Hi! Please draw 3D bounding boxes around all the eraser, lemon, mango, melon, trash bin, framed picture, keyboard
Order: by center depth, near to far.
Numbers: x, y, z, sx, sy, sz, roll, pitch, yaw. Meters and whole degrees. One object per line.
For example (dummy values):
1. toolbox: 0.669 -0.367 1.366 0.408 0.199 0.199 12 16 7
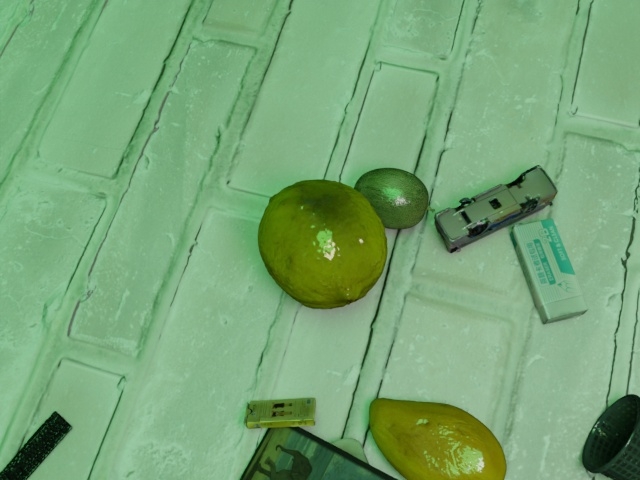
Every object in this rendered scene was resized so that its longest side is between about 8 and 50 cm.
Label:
1. framed picture: -0.034 0.510 1.281 0.347 0.016 0.265 15 68 43
2. trash bin: 0.625 0.411 1.293 0.161 0.175 0.175 33 74 4
3. mango: 0.235 0.412 1.338 0.316 0.119 0.176 23 80 18
4. lemon: 0.000 0.000 1.437 0.268 0.268 0.322 -30 65 -7
5. keyboard: -0.620 0.461 1.438 0.060 0.018 0.195 35 75 19
6. eraser: 0.502 0.065 1.485 0.095 0.052 0.225 -13 68 -3
7. melon: 0.168 -0.095 1.528 0.192 0.139 0.139 17 71 9

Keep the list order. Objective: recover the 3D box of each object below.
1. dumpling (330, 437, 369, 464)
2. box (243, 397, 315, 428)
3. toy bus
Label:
1. dumpling: 0.033 0.517 1.308 0.179 0.131 0.252 -12 65 7
2. box: -0.084 0.363 1.409 0.149 0.020 0.073 -3 26 3
3. toy bus: 0.390 -0.064 1.510 0.274 0.112 0.090 -24 67 -6
